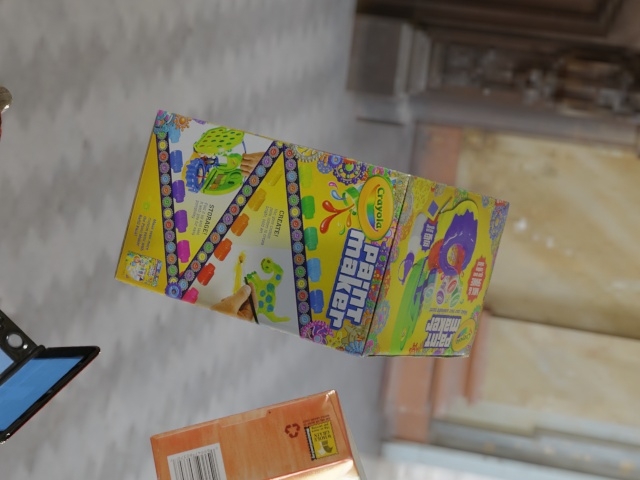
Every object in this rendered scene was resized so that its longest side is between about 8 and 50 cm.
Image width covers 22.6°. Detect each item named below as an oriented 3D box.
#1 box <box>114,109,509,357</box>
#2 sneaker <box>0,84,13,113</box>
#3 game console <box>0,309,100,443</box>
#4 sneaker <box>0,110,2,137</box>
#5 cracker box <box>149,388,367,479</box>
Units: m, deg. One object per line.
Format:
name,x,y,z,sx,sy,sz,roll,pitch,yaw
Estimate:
box,0.000,0.000,1.614,0.290,0.279,0.177,9,97,-66
sneaker,-0.464,-0.151,1.965,0.071,0.188,0.066,-18,98,-70
game console,-0.286,0.107,1.370,0.144,0.124,0.085,-45,179,-44
sneaker,-0.315,-0.028,1.260,0.135,0.097,0.276,-43,-138,49
cracker box,-0.039,0.215,1.346,0.232,0.155,0.067,72,3,-61
